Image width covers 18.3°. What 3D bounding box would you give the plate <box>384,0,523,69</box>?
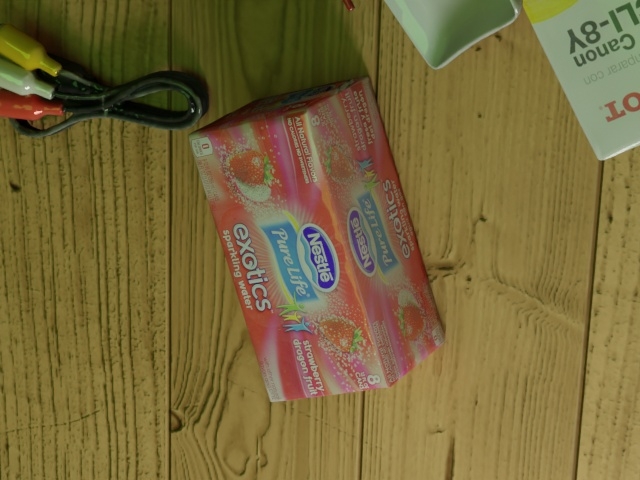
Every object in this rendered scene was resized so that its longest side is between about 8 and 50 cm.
[{"bbox_3d":[0.077,-0.300,1.800,0.278,0.045,0.277,57,166,-2],"label":"plate"}]

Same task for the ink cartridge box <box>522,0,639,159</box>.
[{"bbox_3d":[0.301,-0.302,1.741,0.279,0.160,0.385,-23,96,31],"label":"ink cartridge box"}]

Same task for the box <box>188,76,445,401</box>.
[{"bbox_3d":[0.000,0.000,2.049,0.154,0.142,0.300,-9,103,31],"label":"box"}]

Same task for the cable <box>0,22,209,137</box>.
[{"bbox_3d":[-0.262,-0.150,2.187,0.287,0.072,0.139,20,122,22],"label":"cable"}]

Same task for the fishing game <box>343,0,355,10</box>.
[{"bbox_3d":[0.100,-0.345,1.926,0.264,0.041,0.189,-28,93,26],"label":"fishing game"}]
